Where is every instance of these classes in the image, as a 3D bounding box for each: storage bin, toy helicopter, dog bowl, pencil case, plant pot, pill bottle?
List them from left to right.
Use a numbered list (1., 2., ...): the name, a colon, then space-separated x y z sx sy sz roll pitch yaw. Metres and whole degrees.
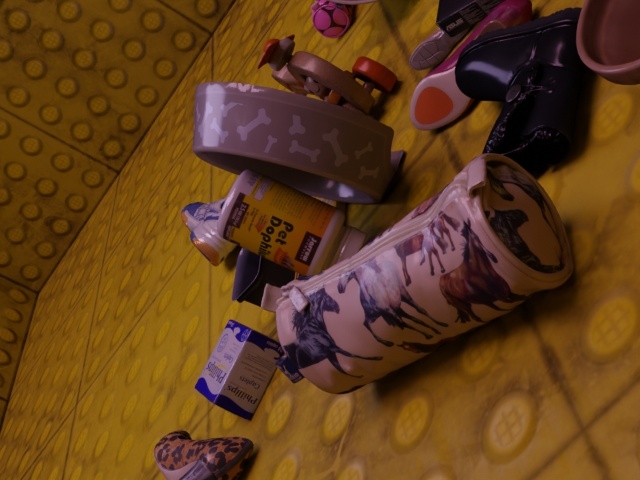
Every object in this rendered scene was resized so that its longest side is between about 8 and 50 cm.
1. storage bin: -0.094 0.065 1.654 0.098 0.091 0.135 -45 26 33
2. pill bottle: -0.042 -0.017 1.458 0.117 0.215 0.117 24 -90 -87
3. dog bowl: -0.041 -0.144 1.491 0.349 0.349 0.102 6 80 67
4. toy helicopter: -0.029 -0.304 1.775 0.140 0.235 0.355 -61 22 0
5. pencil case: 0.032 -0.553 2.135 0.095 0.098 0.209 -42 27 38
6. pencil case: 0.105 0.049 1.119 0.410 0.183 0.160 -36 38 45
7. plant pot: 0.386 -0.247 0.968 0.237 0.110 0.237 -48 24 30

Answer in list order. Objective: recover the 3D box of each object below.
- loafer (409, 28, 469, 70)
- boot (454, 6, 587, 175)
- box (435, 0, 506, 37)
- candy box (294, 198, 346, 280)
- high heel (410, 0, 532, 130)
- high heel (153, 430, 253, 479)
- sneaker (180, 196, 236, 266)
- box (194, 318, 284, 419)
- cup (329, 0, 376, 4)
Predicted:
1. loafer: 0.201 -0.330 1.576 0.125 0.045 0.039 -40 12 28
2. boot: 0.239 -0.174 1.217 0.246 0.094 0.207 -13 47 54
3. box: 0.273 -0.430 1.488 0.191 0.045 0.184 -24 38 40
4. candy box: 0.000 0.000 1.616 0.105 0.027 0.206 -39 31 37
5. high heel: 0.224 -0.262 1.419 0.117 0.082 0.244 -42 -10 -44
6. high heel: -0.182 0.344 1.562 0.186 0.093 0.261 -34 13 6
7. sneaker: -0.218 -0.038 2.073 0.131 0.112 0.296 -42 24 -1
8. box: -0.136 0.214 1.589 0.137 0.072 0.126 -64 21 -7
9. cup: 0.087 -0.628 1.888 0.331 0.331 0.237 -55 -4 14
